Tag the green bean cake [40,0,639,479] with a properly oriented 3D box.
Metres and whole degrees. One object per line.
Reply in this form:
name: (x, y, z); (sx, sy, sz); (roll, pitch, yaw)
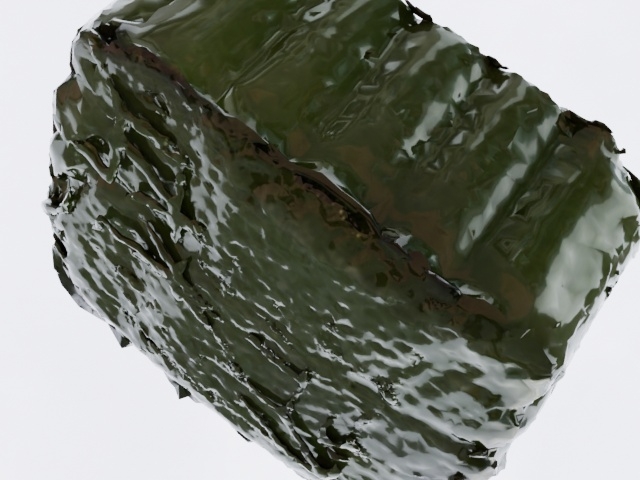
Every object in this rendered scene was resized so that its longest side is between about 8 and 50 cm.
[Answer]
green bean cake: (0.000, 0.000, 0.576); (0.214, 0.113, 0.200); (37, -32, 8)
